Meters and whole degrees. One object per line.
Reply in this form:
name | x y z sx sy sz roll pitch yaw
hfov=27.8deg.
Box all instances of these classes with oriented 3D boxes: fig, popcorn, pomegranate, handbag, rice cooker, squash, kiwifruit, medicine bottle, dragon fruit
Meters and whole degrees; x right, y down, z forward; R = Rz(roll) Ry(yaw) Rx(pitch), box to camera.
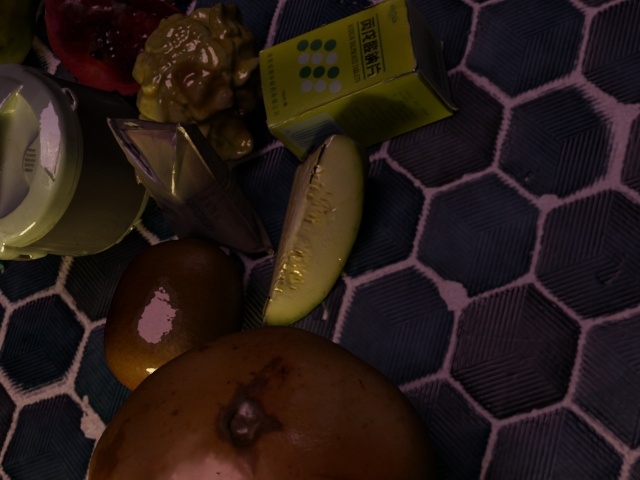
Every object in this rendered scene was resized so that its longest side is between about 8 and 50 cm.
fig | -0.587 -0.386 2.233 0.314 0.233 0.233 -40 55 3
popcorn | -0.169 -0.235 1.945 0.235 0.181 0.217 -49 56 8
pomegranate | -0.068 0.305 1.541 0.416 0.416 0.417 -12 63 25
handbag | -0.190 -0.080 1.855 0.182 0.270 0.117 8 55 39
rice cooker | -0.425 -0.112 1.956 0.288 0.277 0.288 -2 86 30
squash | 0.000 0.000 1.787 0.169 0.093 0.252 139 145 -68
kiwifruit | -0.200 0.105 1.807 0.196 0.196 0.234 -5 62 28
medicine bottle | 0.051 -0.222 1.840 0.250 0.141 0.137 -19 57 22
dragon fruit | -0.342 -0.317 2.107 0.262 0.134 0.212 25 103 -6

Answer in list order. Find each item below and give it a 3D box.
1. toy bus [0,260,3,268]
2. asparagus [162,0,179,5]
toy bus | -0.579 -0.022 2.151 0.091 0.079 0.160 -22 60 21
asparagus | -0.244 -0.406 2.157 0.165 0.030 0.036 -24 35 21
